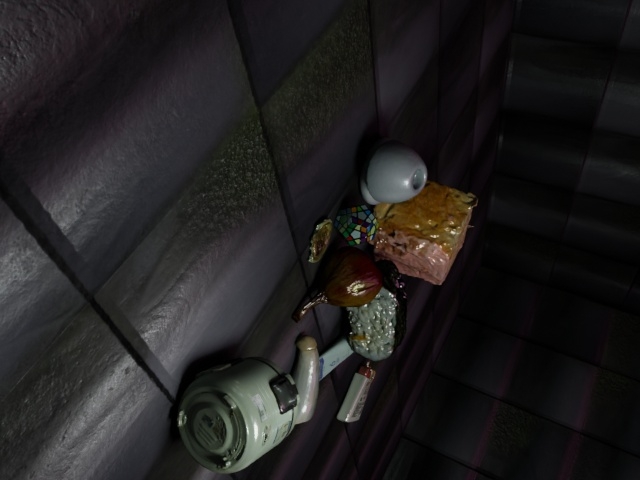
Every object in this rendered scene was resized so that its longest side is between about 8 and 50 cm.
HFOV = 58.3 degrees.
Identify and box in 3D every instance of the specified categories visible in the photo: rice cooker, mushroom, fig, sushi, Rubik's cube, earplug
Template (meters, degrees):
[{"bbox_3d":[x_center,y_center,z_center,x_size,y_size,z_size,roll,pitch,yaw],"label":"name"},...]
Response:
[{"bbox_3d":[-0.174,0.373,1.267,0.244,0.226,0.225,-2,109,-62],"label":"rice cooker"},{"bbox_3d":[-0.052,0.414,1.718,0.118,0.103,0.269,11,87,-72],"label":"mushroom"},{"bbox_3d":[0.065,0.153,1.663,0.290,0.191,0.190,-56,152,-34],"label":"fig"},{"bbox_3d":[0.190,0.235,1.933,0.171,0.211,0.349,-50,138,-52],"label":"sushi"},{"bbox_3d":[0.105,-0.046,1.682,0.112,0.133,0.133,-38,152,-2],"label":"Rubik's cube"},{"bbox_3d":[0.209,-0.202,1.720,0.325,0.175,0.214,-119,-136,-81],"label":"earplug"}]

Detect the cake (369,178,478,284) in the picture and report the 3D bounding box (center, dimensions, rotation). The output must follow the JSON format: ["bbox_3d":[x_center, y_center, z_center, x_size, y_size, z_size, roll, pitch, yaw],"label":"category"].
[{"bbox_3d":[0.338,-0.034,1.971,0.293,0.314,0.306,-61,164,-16],"label":"cake"}]

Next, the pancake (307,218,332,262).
[{"bbox_3d":[0.002,-0.002,1.605,0.116,0.023,0.129,-37,144,-52],"label":"pancake"}]

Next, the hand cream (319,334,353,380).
[{"bbox_3d":[0.011,0.412,1.918,0.321,0.067,0.109,-29,134,-47],"label":"hand cream"}]

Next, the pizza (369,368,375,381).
[{"bbox_3d":[0.203,0.614,2.481,0.176,0.036,0.184,-2,110,-65],"label":"pizza"}]

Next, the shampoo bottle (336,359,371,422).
[{"bbox_3d":[0.156,0.591,2.324,0.153,0.071,0.284,31,77,-63],"label":"shampoo bottle"}]
